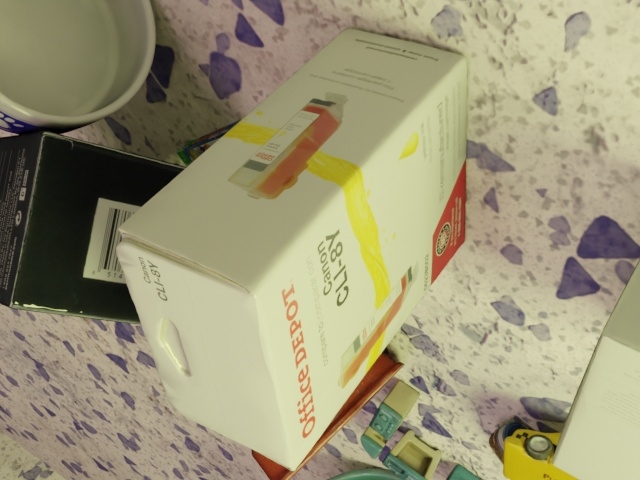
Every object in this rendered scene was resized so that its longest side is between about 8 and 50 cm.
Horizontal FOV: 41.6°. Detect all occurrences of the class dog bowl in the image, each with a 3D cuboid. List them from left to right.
[{"bbox_3d":[-0.345,-0.265,1.045,0.104,0.265,0.265,-8,122,51],"label":"dog bowl"}]

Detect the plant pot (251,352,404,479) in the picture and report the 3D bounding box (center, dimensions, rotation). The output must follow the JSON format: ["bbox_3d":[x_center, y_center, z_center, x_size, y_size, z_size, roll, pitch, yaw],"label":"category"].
[{"bbox_3d":[-0.060,0.189,1.283,0.265,0.272,0.272,46,146,10],"label":"plant pot"}]

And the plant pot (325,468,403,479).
[{"bbox_3d":[0.121,0.659,1.559,0.341,0.341,0.334,8,141,39],"label":"plant pot"}]

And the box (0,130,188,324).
[{"bbox_3d":[-0.330,-0.011,1.185,0.294,0.211,0.395,12,176,-37],"label":"box"}]

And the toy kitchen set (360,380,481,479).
[{"bbox_3d":[0.160,0.354,1.341,0.207,0.122,0.166,34,144,12],"label":"toy kitchen set"}]

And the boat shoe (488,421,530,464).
[{"bbox_3d":[0.321,0.343,1.233,0.183,0.066,0.066,51,150,5],"label":"boat shoe"}]

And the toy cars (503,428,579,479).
[{"bbox_3d":[0.404,0.270,1.053,0.176,0.087,0.394,50,141,-9],"label":"toy cars"}]

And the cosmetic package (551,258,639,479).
[{"bbox_3d":[0.344,0.110,0.810,0.138,0.224,0.224,24,141,23],"label":"cosmetic package"}]

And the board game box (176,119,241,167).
[{"bbox_3d":[-0.106,-0.069,1.222,0.136,0.035,0.201,-13,118,50],"label":"board game box"}]

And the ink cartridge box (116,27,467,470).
[{"bbox_3d":[0.000,0.000,0.887,0.160,0.384,0.279,21,141,27],"label":"ink cartridge box"}]
